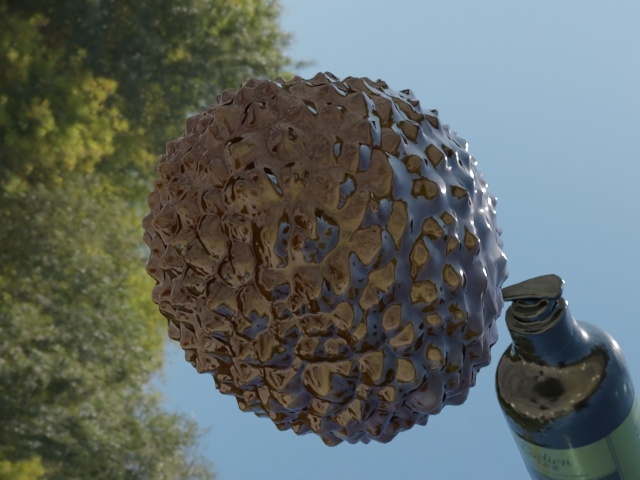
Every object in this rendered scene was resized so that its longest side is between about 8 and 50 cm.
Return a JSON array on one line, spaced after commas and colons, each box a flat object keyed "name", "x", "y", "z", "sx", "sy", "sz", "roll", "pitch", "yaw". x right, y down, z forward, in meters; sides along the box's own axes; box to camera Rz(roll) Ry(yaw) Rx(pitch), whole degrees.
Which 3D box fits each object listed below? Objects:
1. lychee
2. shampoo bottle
[{"name": "lychee", "x": 0.000, "y": 0.000, "z": 0.490, "sx": 0.200, "sy": 0.200, "sz": 0.238, "roll": -45, "pitch": -134, "yaw": 22}, {"name": "shampoo bottle", "x": 0.198, "y": 0.137, "z": 0.714, "sx": 0.101, "sy": 0.283, "sz": 0.101, "roll": -19, "pitch": -147, "yaw": 13}]
